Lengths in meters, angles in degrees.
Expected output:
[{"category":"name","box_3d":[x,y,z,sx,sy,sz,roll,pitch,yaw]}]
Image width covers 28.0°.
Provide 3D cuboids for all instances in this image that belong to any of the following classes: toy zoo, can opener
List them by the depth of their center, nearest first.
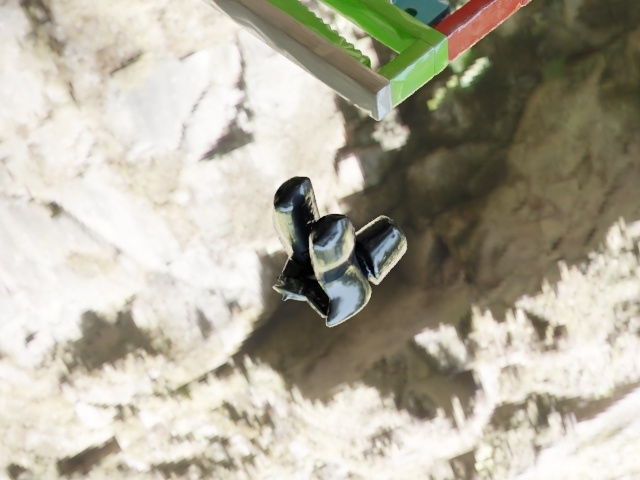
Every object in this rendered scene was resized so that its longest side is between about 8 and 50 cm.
[{"category":"can opener","box_3d":[0.000,0.000,0.678,0.059,0.186,0.073,36,-94,15]},{"category":"toy zoo","box_3d":[0.076,-0.223,0.934,0.293,0.030,0.192,-39,-121,-21]}]
